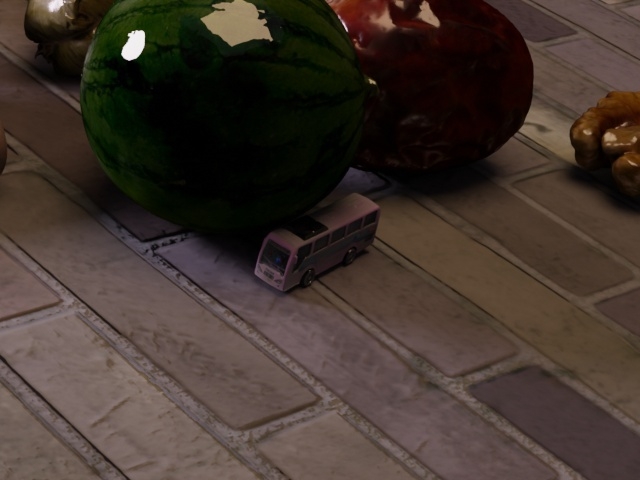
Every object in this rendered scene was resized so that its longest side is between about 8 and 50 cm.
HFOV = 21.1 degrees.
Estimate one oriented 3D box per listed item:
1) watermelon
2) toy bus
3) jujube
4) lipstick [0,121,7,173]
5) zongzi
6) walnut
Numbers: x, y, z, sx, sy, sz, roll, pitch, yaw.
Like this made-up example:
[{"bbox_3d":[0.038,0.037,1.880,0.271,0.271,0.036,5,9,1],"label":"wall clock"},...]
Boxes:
[{"bbox_3d":[-0.080,-0.122,1.443,0.242,0.242,0.242,10,29,-5],"label":"watermelon"},{"bbox_3d":[0.000,0.000,1.447,0.037,0.052,0.131,32,35,26],"label":"toy bus"},{"bbox_3d":[0.080,-0.156,1.617,0.243,0.183,0.183,-5,33,-39],"label":"jujube"},{"bbox_3d":[-0.378,-0.059,1.384,0.254,0.070,0.070,-16,40,-41],"label":"lipstick"},{"bbox_3d":[-0.153,-0.235,1.770,0.145,0.300,0.274,-6,52,38],"label":"zongzi"},{"bbox_3d":[0.326,-0.092,1.718,0.170,0.069,0.143,-16,41,-38],"label":"walnut"}]
